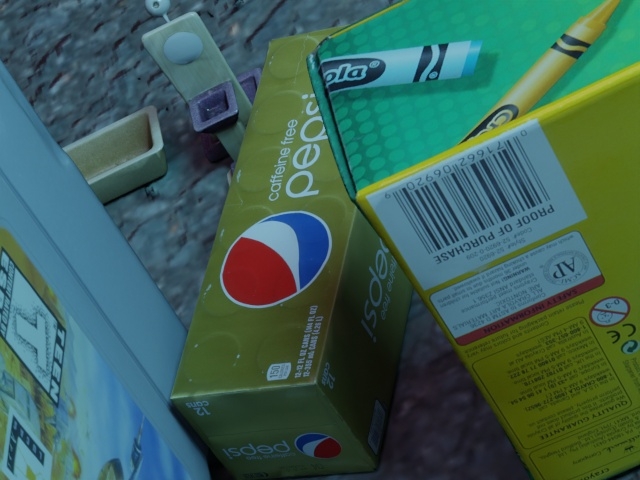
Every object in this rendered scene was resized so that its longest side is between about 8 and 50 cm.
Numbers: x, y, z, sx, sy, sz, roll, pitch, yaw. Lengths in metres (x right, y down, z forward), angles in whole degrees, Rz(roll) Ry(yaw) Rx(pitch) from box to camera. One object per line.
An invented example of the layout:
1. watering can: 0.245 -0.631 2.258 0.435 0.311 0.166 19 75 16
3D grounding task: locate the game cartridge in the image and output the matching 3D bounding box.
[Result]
1. game cartridge: -0.093 0.098 0.629 0.062 0.198 0.297 -18 45 18

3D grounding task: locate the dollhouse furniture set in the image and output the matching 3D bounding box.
1. dollhouse furniture set: -0.083 -0.047 0.844 0.114 0.081 0.091 -25 42 10

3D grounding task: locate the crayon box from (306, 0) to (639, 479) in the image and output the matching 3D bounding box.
1. crayon box: 0.158 -0.042 0.627 0.278 0.165 0.081 -25 42 10

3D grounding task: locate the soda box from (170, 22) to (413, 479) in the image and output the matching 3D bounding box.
1. soda box: 0.000 0.000 0.767 0.061 0.058 0.181 -8 48 26
